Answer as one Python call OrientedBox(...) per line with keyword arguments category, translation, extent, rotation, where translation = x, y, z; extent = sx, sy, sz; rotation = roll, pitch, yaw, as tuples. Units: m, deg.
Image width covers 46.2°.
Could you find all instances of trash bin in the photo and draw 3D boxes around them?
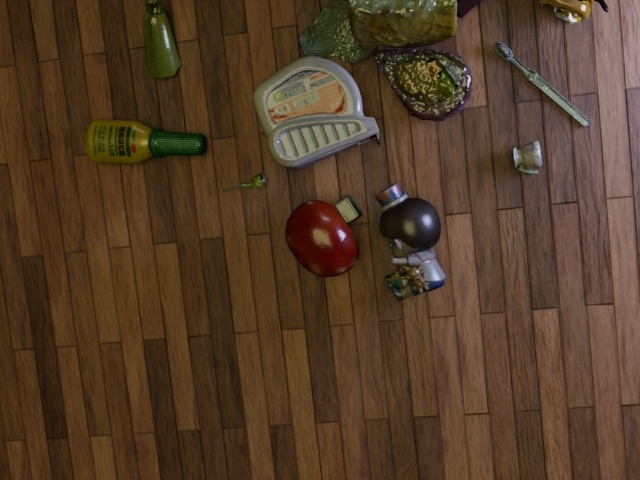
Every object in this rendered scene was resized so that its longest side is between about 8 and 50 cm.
OrientedBox(category="trash bin", translation=(0.069, -0.075, 1.814), extent=(0.043, 0.092, 0.061), rotation=(-33, 90, 8))

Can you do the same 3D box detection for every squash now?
OrientedBox(category="squash", translation=(-0.398, -0.510, 1.852), extent=(0.090, 0.075, 0.200), rotation=(13, 120, 25))

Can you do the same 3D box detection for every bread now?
OrientedBox(category="bread", translation=(0.571, -0.577, 1.694), extent=(0.119, 0.084, 0.177), rotation=(22, 94, 5))
OrientedBox(category="bread", translation=(0.167, -0.609, 1.658), extent=(0.239, 0.264, 0.396), rotation=(-8, 77, 6))

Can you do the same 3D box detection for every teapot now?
OrientedBox(category="teapot", translation=(0.485, -0.191, 1.760), extent=(0.064, 0.064, 0.083), rotation=(-6, 126, 17))

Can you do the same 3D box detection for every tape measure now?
OrientedBox(category="tape measure", translation=(-0.013, -0.300, 1.789), extent=(0.258, 0.130, 0.265), rotation=(-21, 87, 7))

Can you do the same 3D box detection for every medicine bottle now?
OrientedBox(category="medicine bottle", translation=(-0.438, -0.246, 1.883), extent=(0.308, 0.076, 0.111), rotation=(3, 97, 7))

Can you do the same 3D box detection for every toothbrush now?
OrientedBox(category="toothbrush", translation=(0.518, -0.364, 1.752), extent=(0.294, 0.028, 0.026), rotation=(41, 101, -2))

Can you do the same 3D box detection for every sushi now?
OrientedBox(category="sushi", translation=(0.234, -0.362, 1.754), extent=(0.241, 0.107, 0.162), rotation=(7, 102, 16))

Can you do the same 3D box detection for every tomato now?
OrientedBox(category="tomato", translation=(0.000, 0.000, 1.786), extent=(0.136, 0.195, 0.195), rotation=(-35, 90, -14))

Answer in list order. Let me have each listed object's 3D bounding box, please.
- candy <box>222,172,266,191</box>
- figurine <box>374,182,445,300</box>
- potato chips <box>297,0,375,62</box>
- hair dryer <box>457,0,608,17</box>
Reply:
OrientedBox(category="candy", translation=(-0.192, -0.140, 1.883), extent=(0.122, 0.035, 0.035), rotation=(-13, 105, 19))
OrientedBox(category="figurine", translation=(0.209, -0.001, 1.776), extent=(0.158, 0.161, 0.276), rotation=(-4, 94, 45))
OrientedBox(category="potato chips", translation=(0.058, -0.508, 1.788), extent=(0.228, 0.059, 0.167), rotation=(-3, 101, 2))
OrientedBox(category="hair dryer", translation=(0.473, -0.560, 1.644), extent=(0.312, 0.123, 0.340), rotation=(-49, 61, 18))
